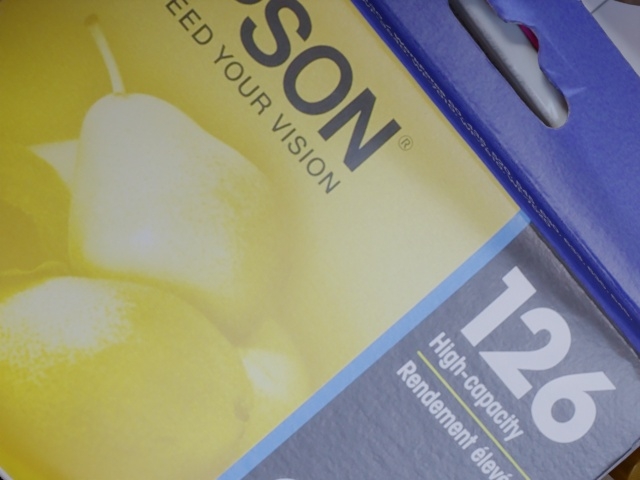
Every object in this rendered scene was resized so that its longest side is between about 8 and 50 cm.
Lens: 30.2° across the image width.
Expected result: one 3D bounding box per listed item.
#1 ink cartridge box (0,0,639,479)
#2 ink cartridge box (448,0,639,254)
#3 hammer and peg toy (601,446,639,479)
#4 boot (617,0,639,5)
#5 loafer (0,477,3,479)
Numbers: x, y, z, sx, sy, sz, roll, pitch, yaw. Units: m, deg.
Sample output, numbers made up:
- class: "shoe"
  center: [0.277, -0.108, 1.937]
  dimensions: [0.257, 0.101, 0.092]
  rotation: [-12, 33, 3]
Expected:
- class: "ink cartridge box"
  center: [0.000, 0.000, 0.480]
  dimensions: [0.307, 0.072, 0.303]
  rotation: [-42, 101, 1]
- class: "ink cartridge box"
  center: [0.201, -0.109, 0.569]
  dimensions: [0.239, 0.060, 0.275]
  rotation: [-40, 100, -6]
- class: "hammer and peg toy"
  center: [0.210, 0.016, 0.706]
  dimensions: [0.266, 0.127, 0.361]
  rotation: [-5, 122, -25]
- class: "boot"
  center: [0.142, -0.266, 0.463]
  dimensions: [0.211, 0.104, 0.295]
  rotation: [-44, 127, -27]
- class: "loafer"
  center: [-0.204, 0.076, 0.531]
  dimensions: [0.251, 0.087, 0.094]
  rotation: [-9, 125, -2]
